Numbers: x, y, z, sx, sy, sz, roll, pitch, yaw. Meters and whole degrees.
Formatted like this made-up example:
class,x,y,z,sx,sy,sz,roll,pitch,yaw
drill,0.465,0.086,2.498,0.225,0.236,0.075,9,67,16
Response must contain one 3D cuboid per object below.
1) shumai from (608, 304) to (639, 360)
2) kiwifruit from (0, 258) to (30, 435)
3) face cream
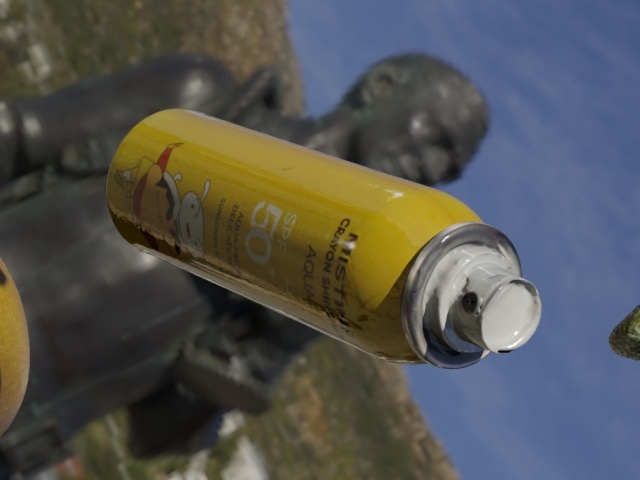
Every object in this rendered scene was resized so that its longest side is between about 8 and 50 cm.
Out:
class,x,y,z,sx,sy,sz,roll,pitch,yaw
shumai,0.292,0.083,1.484,0.080,0.082,0.083,46,9,9
kiwifruit,-0.344,0.092,1.489,0.196,0.196,0.234,48,-33,40
face cream,0.000,0.000,1.082,0.349,0.105,0.105,22,-44,50
